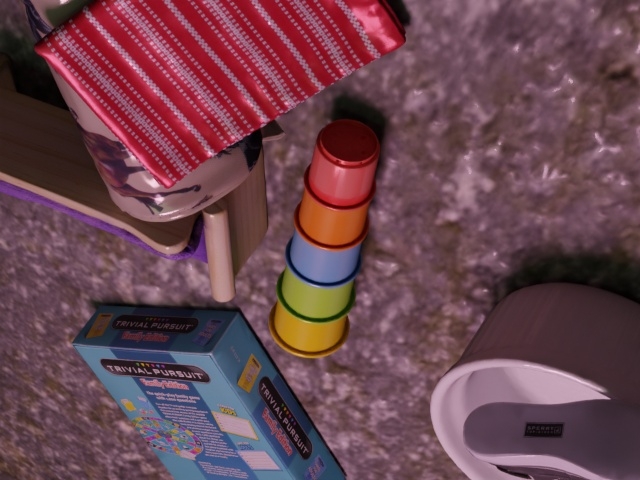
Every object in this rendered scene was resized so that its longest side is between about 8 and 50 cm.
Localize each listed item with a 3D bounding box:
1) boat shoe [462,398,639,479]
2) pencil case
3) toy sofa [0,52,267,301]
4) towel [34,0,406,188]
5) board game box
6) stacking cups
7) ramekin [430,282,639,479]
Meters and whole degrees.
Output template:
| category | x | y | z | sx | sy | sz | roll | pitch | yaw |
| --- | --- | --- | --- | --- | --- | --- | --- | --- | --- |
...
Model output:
| category | x | y | z | sx | sy | sz | roll | pitch | yaw |
| --- | --- | --- | --- | --- | --- | --- | --- | --- | --- |
| boat shoe | 0.244 | 0.199 | 1.246 | 0.228 | 0.080 | 0.076 | -4 | 148 | 36 |
| pencil case | -0.178 | -0.219 | 1.233 | 0.160 | 0.183 | 0.410 | 39 | 157 | 46 |
| toy sofa | -0.251 | -0.054 | 1.465 | 0.363 | 0.177 | 0.150 | 19 | 142 | 17 |
| towel | -0.082 | -0.174 | 1.168 | 0.275 | 0.031 | 0.199 | -30 | 128 | 11 |
| board game box | -0.147 | 0.233 | 1.808 | 0.254 | 0.079 | 0.336 | 0 | 133 | 37 |
| stacking cups | 0.000 | 0.000 | 1.409 | 0.096 | 0.096 | 0.316 | 24 | 143 | 13 |
| ramekin | 0.265 | 0.171 | 1.372 | 0.277 | 0.135 | 0.277 | 20 | 142 | 16 |
